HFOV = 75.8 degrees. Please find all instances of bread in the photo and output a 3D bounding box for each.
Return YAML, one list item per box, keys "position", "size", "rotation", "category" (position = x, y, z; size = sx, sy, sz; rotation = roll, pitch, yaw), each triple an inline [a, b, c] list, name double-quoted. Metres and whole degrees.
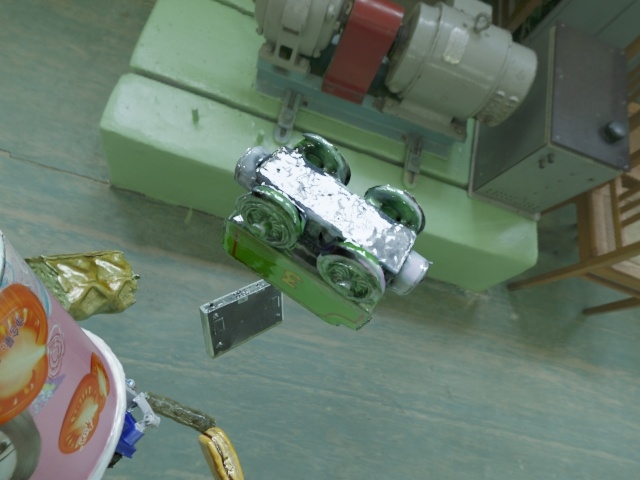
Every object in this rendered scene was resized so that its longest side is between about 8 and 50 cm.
- position: [-0.663, 0.122, 1.126]
  size: [0.238, 0.252, 0.196]
  rotation: [46, 106, 8]
  category: "bread"
- position: [-0.287, 0.651, 1.202]
  size: [0.077, 0.116, 0.200]
  rotation: [-22, 86, -41]
  category: "bread"

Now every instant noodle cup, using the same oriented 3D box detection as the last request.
- position: [-0.299, 0.105, 0.307]
  size: [0.243, 0.231, 0.242]
  rotation: [5, 47, -5]
  category: "instant noodle cup"

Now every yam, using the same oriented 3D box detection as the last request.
- position: [-0.436, 0.534, 1.269]
  size: [0.274, 0.061, 0.061]
  rotation: [42, 62, -32]
  category: "yam"

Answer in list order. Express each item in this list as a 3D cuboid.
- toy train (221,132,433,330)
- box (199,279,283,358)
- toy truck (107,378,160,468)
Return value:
- position: [0.000, 0.000, 0.628]
  size: [0.307, 0.248, 0.173]
  rotation: [33, 58, 3]
  category: "toy train"
- position: [-0.232, 0.228, 1.268]
  size: [0.271, 0.210, 0.045]
  rotation: [-21, 38, -35]
  category: "box"
- position: [-0.526, 0.435, 1.023]
  size: [0.213, 0.161, 0.177]
  rotation: [32, 63, 33]
  category: "toy truck"
